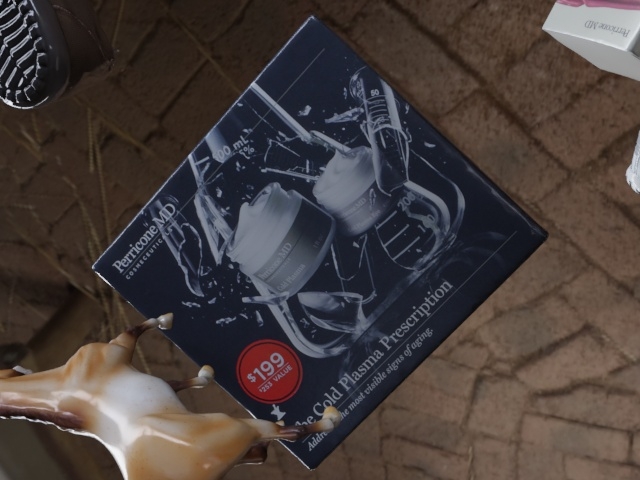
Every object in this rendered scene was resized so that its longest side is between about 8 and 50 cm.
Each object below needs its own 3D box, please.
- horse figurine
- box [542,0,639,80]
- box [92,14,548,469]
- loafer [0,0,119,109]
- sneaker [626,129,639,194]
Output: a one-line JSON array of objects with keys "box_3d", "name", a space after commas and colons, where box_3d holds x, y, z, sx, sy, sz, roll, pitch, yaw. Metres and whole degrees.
[{"box_3d": [-0.101, 0.122, 0.535, 0.263, 0.174, 0.066, 27, 111, 29], "name": "horse figurine"}, {"box_3d": [0.390, -0.308, 0.896, 0.127, 0.148, 0.232, 19, 103, -33], "name": "box"}, {"box_3d": [0.000, 0.000, 0.849, 0.312, 0.179, 0.343, 43, 101, -1], "name": "box"}, {"box_3d": [-0.324, -0.300, 0.821, 0.134, 0.130, 0.366, -24, 84, 30], "name": "loafer"}, {"box_3d": [0.512, -0.135, 1.006, 0.228, 0.086, 0.132, -13, 131, -1], "name": "sneaker"}]
